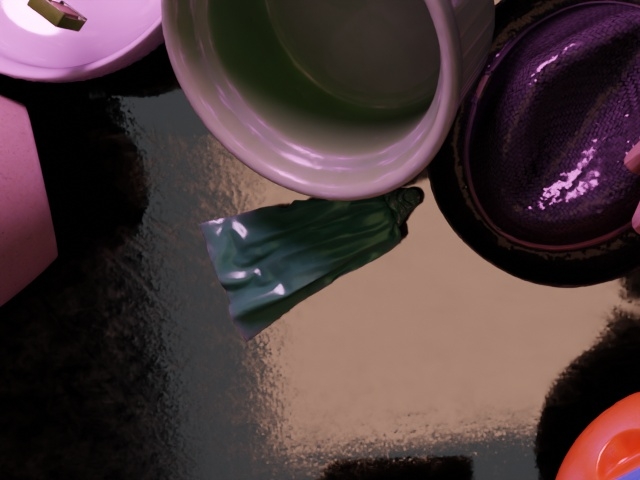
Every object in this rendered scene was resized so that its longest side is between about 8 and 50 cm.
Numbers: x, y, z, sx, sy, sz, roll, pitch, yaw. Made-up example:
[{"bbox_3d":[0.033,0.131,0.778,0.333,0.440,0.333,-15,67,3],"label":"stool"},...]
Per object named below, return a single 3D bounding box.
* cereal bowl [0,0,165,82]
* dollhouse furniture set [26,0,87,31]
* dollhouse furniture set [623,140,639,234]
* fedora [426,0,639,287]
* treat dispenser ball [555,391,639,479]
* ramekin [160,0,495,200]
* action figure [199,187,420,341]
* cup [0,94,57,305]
[{"bbox_3d":[-0.260,-0.331,1.058,0.338,0.141,0.339,1,95,10],"label":"cereal bowl"},{"bbox_3d":[-0.213,-0.272,0.954,0.076,0.058,0.152,38,100,4],"label":"dollhouse furniture set"},{"bbox_3d":[0.477,0.058,0.752,0.394,0.256,0.362,8,63,-15],"label":"dollhouse furniture set"},{"bbox_3d":[0.257,-0.111,0.980,0.334,0.152,0.334,1,95,9],"label":"fedora"},{"bbox_3d":[0.352,0.273,0.923,0.288,0.288,0.288,1,94,10],"label":"treat dispenser ball"},{"bbox_3d":[0.015,-0.203,0.953,0.303,0.148,0.303,19,131,23],"label":"ramekin"},{"bbox_3d":[0.000,0.000,1.078,0.232,0.063,0.137,-24,88,14],"label":"action figure"},{"bbox_3d":[-0.405,-0.038,1.042,0.236,0.331,0.331,-12,92,-15],"label":"cup"}]
